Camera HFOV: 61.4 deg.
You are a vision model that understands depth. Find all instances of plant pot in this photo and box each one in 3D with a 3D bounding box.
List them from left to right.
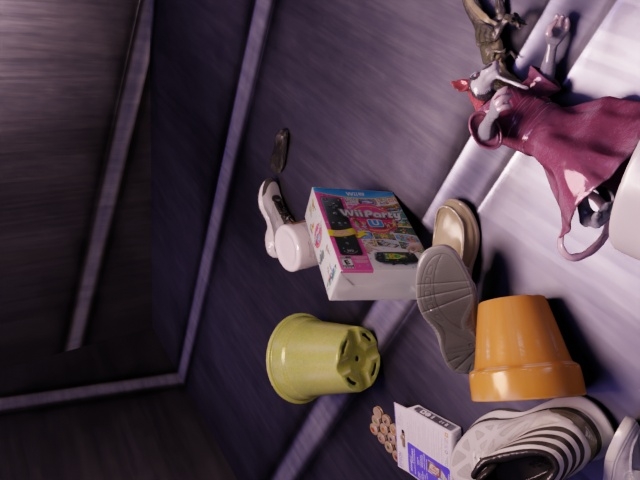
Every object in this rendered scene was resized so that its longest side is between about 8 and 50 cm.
[{"bbox_3d":[0.026,0.347,1.587,0.253,0.276,0.276,-11,92,45],"label":"plant pot"},{"bbox_3d":[0.385,0.208,1.042,0.205,0.205,0.188,-28,61,56],"label":"plant pot"}]

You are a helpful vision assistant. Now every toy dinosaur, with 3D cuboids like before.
[{"bbox_3d":[0.330,-0.409,1.018,0.118,0.064,0.268,-42,63,61],"label":"toy dinosaur"}]

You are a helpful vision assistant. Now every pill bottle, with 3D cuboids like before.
[{"bbox_3d":[0.000,0.000,1.498,0.131,0.229,0.131,26,122,51],"label":"pill bottle"}]

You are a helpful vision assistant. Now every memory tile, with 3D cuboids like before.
[{"bbox_3d":[0.199,0.574,1.597,0.148,0.012,0.113,42,133,42],"label":"memory tile"}]

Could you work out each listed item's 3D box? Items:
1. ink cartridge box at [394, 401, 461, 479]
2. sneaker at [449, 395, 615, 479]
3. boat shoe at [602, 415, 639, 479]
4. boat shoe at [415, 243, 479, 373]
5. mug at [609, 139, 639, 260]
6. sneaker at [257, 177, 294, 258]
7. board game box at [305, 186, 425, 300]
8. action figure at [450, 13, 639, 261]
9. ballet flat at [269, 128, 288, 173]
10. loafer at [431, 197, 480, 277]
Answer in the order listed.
[{"bbox_3d":[0.284,0.551,1.431,0.208,0.045,0.206,14,112,53],"label":"ink cartridge box"},{"bbox_3d":[0.349,0.458,1.105,0.169,0.257,0.447,62,145,21],"label":"sneaker"},{"bbox_3d":[0.555,0.417,0.958,0.081,0.079,0.228,18,121,43],"label":"boat shoe"},{"bbox_3d":[0.283,0.139,1.156,0.118,0.103,0.320,-15,115,21],"label":"boat shoe"},{"bbox_3d":[0.582,-0.081,0.597,0.328,0.276,0.374,35,98,39],"label":"mug"},{"bbox_3d":[-0.136,-0.081,1.821,0.108,0.100,0.272,-13,87,33],"label":"sneaker"},{"bbox_3d":[0.103,0.002,1.268,0.303,0.223,0.098,-109,26,-49],"label":"board game box"},{"bbox_3d":[0.384,-0.194,0.931,0.370,0.248,0.276,43,161,37],"label":"action figure"},{"bbox_3d":[-0.130,-0.290,1.781,0.057,0.049,0.173,31,137,13],"label":"ballet flat"},{"bbox_3d":[0.287,0.041,1.205,0.102,0.092,0.269,18,115,53],"label":"loafer"}]
